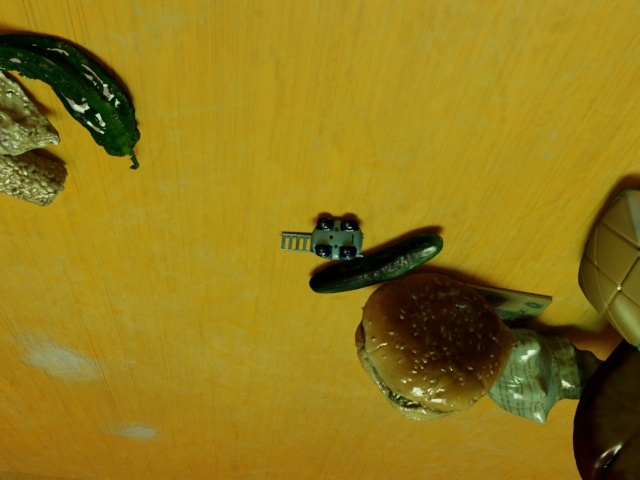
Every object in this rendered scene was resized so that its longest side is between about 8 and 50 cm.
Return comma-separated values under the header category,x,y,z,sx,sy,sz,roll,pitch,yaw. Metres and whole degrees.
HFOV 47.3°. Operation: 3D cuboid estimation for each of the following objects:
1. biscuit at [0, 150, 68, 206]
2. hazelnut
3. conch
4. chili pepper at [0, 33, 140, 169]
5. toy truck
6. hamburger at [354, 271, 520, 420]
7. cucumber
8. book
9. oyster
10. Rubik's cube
category,x,y,z,sx,sy,sz,roll,pitch,yaw
biscuit,-0.444,-0.107,1.028,0.168,0.082,0.070,27,118,-29
hazelnut,0.645,0.316,1.206,0.402,0.429,0.402,29,180,0
conch,0.372,0.251,1.366,0.386,0.169,0.203,-6,124,-9
chili pepper,-0.303,-0.167,0.920,0.122,0.065,0.279,-15,143,32
toy truck,0.000,0.000,1.151,0.136,0.063,0.074,5,167,6
hamburger,0.192,0.175,1.225,0.286,0.243,0.146,15,144,-20
cucumber,0.085,0.046,1.212,0.284,0.056,0.056,-22,139,37
book,0.312,0.139,1.364,0.168,0.013,0.192,10,147,-7
oyster,-0.450,-0.175,0.927,0.133,0.072,0.209,-16,140,26
Rubik's cube,0.499,0.007,1.035,0.254,0.254,0.254,4,148,2
